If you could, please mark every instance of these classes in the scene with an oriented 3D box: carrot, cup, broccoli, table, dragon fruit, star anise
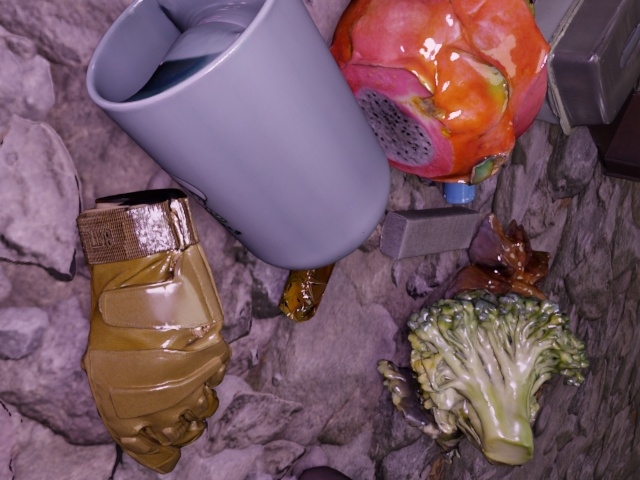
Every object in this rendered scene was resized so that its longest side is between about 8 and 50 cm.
[{"bbox_3d":[0.000,0.000,0.884,0.069,0.069,0.229,13,98,-48],"label":"carrot"},{"bbox_3d":[-0.058,-0.111,0.667,0.205,0.205,0.312,-54,137,-15],"label":"cup"},{"bbox_3d":[0.273,0.223,1.102,0.272,0.324,0.334,-54,164,-45],"label":"broccoli"},{"bbox_3d":[0.747,-0.264,1.398,0.282,0.250,0.196,37,79,-48],"label":"table"},{"bbox_3d":[0.121,-0.184,0.770,0.189,0.290,0.291,-48,135,-13],"label":"dragon fruit"},{"bbox_3d":[0.361,0.088,1.251,0.292,0.109,0.350,-39,131,-13],"label":"star anise"}]

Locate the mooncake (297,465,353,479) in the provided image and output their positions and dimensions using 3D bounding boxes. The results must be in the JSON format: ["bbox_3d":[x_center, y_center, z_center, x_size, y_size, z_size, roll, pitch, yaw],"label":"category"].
[{"bbox_3d":[-0.007,0.483,1.022,0.245,0.133,0.245,-20,120,-40],"label":"mooncake"}]

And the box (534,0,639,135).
[{"bbox_3d":[0.472,-0.351,1.139,0.291,0.166,0.220,-56,136,-14],"label":"box"}]

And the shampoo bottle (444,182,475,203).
[{"bbox_3d":[0.227,-0.184,1.036,0.103,0.061,0.259,-26,124,-35],"label":"shampoo bottle"}]

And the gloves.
[{"bbox_3d":[-0.174,0.110,0.680,0.154,0.141,0.331,-10,108,-20],"label":"gloves"}]

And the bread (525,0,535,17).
[{"bbox_3d":[0.280,-0.420,1.000,0.088,0.049,0.226,-49,134,-19],"label":"bread"}]

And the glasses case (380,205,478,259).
[{"bbox_3d":[0.183,-0.017,1.072,0.205,0.047,0.071,-7,116,-44],"label":"glasses case"}]
